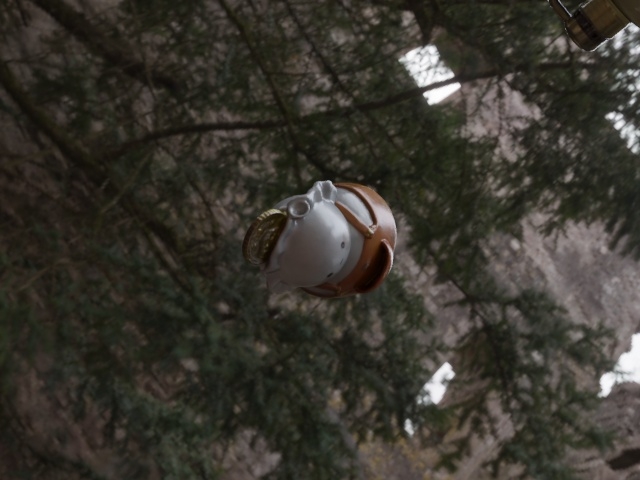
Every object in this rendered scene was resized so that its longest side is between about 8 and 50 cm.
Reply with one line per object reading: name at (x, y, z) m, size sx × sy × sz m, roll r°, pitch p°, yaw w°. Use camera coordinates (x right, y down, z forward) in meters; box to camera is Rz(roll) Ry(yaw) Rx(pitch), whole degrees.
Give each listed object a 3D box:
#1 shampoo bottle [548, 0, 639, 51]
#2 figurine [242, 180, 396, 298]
shampoo bottle at (0.222, -0.178, 0.556) m, size 0.162 × 0.079 × 0.079 m, roll -41°, pitch -94°, yaw 32°
figurine at (-0.006, -0.004, 1.004) m, size 0.143 × 0.271 × 0.143 m, roll -9°, pitch -104°, yaw 40°
